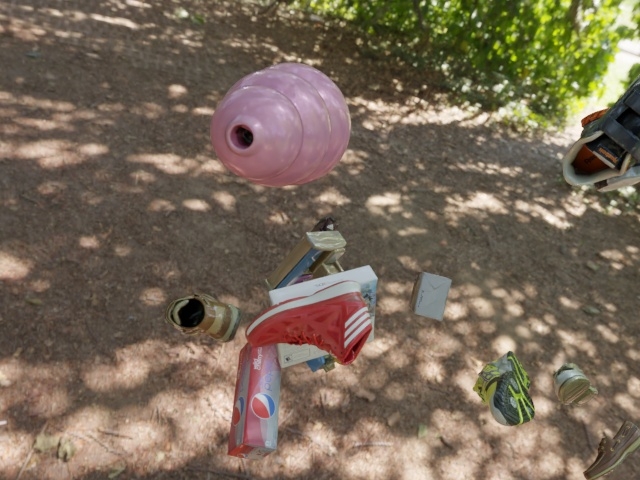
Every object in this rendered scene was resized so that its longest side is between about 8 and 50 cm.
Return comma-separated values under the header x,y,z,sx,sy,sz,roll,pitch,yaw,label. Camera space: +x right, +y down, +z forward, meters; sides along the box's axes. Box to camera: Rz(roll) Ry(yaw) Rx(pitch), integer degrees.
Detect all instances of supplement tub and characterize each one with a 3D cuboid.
x,y,z,sx,sy,sz,roll,pitch,yaw,label
0.725,-0.227,1.333,0.117,0.117,0.190,-5,79,-34,supplement tub

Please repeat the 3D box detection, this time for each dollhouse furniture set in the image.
x,y,z,sx,sy,sz,roll,pitch,yaw,label
0.056,0.154,1.382,0.286,0.198,0.303,-5,54,-53,dollhouse furniture set

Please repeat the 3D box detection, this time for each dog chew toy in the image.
x,y,z,sx,sy,sz,roll,pitch,yaw,label
-0.067,-0.175,0.839,0.207,0.206,0.332,24,19,4,dog chew toy

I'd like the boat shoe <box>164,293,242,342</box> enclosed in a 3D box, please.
x,y,z,sx,sy,sz,roll,pitch,yaw,label
-0.339,0.191,1.426,0.120,0.122,0.324,26,-19,-38,boat shoe

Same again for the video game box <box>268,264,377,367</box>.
x,y,z,sx,sy,sz,roll,pitch,yaw,label
0.007,0.151,1.045,0.205,0.187,0.048,-13,44,-14,video game box

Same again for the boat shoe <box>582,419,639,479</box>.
x,y,z,sx,sy,sz,roll,pitch,yaw,label
0.668,0.486,1.231,0.178,0.064,0.060,-35,62,-9,boat shoe

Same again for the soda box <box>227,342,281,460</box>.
x,y,z,sx,sy,sz,roll,pitch,yaw,label
-0.149,0.362,1.240,0.083,0.092,0.263,20,45,-22,soda box

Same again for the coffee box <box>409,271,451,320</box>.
x,y,z,sx,sy,sz,roll,pitch,yaw,label
0.372,0.185,1.832,0.098,0.141,0.246,14,0,6,coffee box

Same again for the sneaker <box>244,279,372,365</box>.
x,y,z,sx,sy,sz,roll,pitch,yaw,label
-0.017,0.163,0.907,0.128,0.221,0.087,68,9,29,sneaker

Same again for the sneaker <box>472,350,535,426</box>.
x,y,z,sx,sy,sz,roll,pitch,yaw,label
0.540,0.463,1.599,0.145,0.147,0.385,58,22,7,sneaker

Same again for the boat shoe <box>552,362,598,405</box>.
x,y,z,sx,sy,sz,roll,pitch,yaw,label
0.795,0.454,1.708,0.302,0.113,0.103,35,18,-49,boat shoe

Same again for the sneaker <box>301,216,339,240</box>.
x,y,z,sx,sy,sz,roll,pitch,yaw,label
0.000,0.000,1.833,0.106,0.162,0.281,30,20,-17,sneaker

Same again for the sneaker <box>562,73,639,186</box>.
x,y,z,sx,sy,sz,roll,pitch,yaw,label
0.619,-0.221,1.065,0.126,0.321,0.127,41,48,9,sneaker
